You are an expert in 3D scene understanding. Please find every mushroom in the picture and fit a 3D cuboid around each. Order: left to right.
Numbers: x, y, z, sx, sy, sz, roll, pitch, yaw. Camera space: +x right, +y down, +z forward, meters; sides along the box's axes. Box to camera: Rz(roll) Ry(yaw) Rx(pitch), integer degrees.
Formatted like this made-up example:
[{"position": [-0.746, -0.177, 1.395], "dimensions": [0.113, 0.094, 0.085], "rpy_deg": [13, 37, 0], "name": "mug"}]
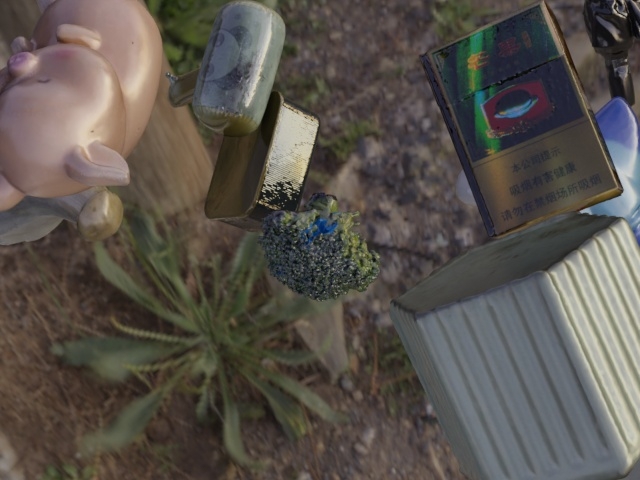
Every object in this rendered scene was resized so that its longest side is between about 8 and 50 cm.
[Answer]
[{"position": [-0.321, -0.052, 1.498], "dimensions": [0.103, 0.118, 0.270], "rpy_deg": [-35, 18, -29], "name": "mushroom"}]

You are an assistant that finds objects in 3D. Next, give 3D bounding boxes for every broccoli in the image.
[{"position": [0.000, 0.000, 1.729], "dimensions": [0.167, 0.154, 0.160], "rpy_deg": [3, 60, 0], "name": "broccoli"}]

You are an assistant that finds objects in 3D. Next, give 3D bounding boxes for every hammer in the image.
[{"position": [-0.167, -0.251, 1.980], "dimensions": [0.305, 0.113, 0.202], "rpy_deg": [-2, 68, 61], "name": "hammer"}]

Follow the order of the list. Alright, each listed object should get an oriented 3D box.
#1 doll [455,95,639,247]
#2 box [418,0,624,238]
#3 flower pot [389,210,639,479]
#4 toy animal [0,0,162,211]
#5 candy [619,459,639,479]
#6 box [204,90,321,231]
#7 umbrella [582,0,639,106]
[{"position": [0.316, -0.061, 1.685], "dimensions": [0.376, 0.365, 0.187], "rpy_deg": [10, 69, 22], "name": "doll"}, {"position": [0.234, -0.137, 1.496], "dimensions": [0.159, 0.071, 0.240], "rpy_deg": [-24, 80, 20], "name": "box"}, {"position": [0.195, 0.099, 1.151], "dimensions": [0.209, 0.239, 0.190], "rpy_deg": [-25, 99, -5], "name": "flower pot"}, {"position": [-0.241, -0.142, 1.265], "dimensions": [0.166, 0.154, 0.250], "rpy_deg": [-27, 34, 41], "name": "toy animal"}, {"position": [0.520, 0.394, 1.519], "dimensions": [0.427, 0.186, 0.386], "rpy_deg": [32, 95, 36], "name": "candy"}, {"position": [-0.085, -0.114, 1.952], "dimensions": [0.144, 0.090, 0.201], "rpy_deg": [-4, 68, 53], "name": "box"}, {"position": [0.416, -0.340, 1.866], "dimensions": [0.118, 0.340, 0.118], "rpy_deg": [-11, 31, 7], "name": "umbrella"}]
